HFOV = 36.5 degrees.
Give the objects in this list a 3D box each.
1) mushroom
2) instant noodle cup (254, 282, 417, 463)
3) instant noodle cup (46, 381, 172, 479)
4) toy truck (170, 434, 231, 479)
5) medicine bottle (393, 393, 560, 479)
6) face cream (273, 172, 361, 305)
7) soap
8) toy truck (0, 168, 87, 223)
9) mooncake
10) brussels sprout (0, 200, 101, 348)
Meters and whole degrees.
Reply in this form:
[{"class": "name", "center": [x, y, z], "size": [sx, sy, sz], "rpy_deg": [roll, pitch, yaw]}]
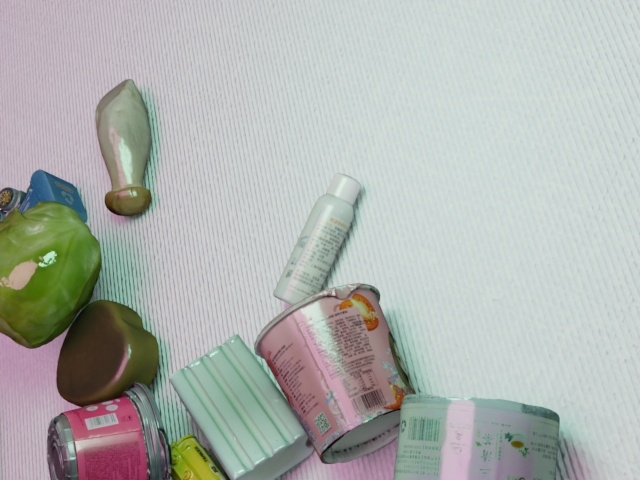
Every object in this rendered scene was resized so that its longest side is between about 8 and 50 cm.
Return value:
[{"class": "mushroom", "center": [-0.448, -0.222, 2.214], "size": [0.128, 0.128, 0.350], "rpy_deg": [-18, 68, 28]}, {"class": "instant noodle cup", "center": [0.042, 0.230, 1.646], "size": [0.243, 0.243, 0.231], "rpy_deg": [-37, 63, 18]}, {"class": "instant noodle cup", "center": [-0.412, 0.407, 1.837], "size": [0.302, 0.182, 0.258], "rpy_deg": [-36, 62, 59]}, {"class": "toy truck", "center": [-0.196, 0.462, 1.786], "size": [0.098, 0.114, 0.227], "rpy_deg": [-52, 53, 7]}, {"class": "medicine bottle", "center": [0.226, 0.387, 1.448], "size": [0.245, 0.245, 0.289], "rpy_deg": [-2, 74, 34]}, {"class": "face cream", "center": [0.000, 0.000, 1.846], "size": [0.082, 0.082, 0.269], "rpy_deg": [22, 85, 38]}, {"class": "soap", "center": [-0.148, 0.318, 1.790], "size": [0.160, 0.087, 0.265], "rpy_deg": [-31, 52, -14]}, {"class": "toy truck", "center": [-0.703, 0.014, 2.285], "size": [0.175, 0.146, 0.367], "rpy_deg": [31, 91, 34]}, {"class": "mooncake", "center": [-0.448, 0.254, 2.035], "size": [0.235, 0.117, 0.234], "rpy_deg": [-14, 66, 34]}, {"class": "brussels sprout", "center": [-0.601, 0.076, 2.050], "size": [0.328, 0.247, 0.328], "rpy_deg": [-26, 27, 15]}]
